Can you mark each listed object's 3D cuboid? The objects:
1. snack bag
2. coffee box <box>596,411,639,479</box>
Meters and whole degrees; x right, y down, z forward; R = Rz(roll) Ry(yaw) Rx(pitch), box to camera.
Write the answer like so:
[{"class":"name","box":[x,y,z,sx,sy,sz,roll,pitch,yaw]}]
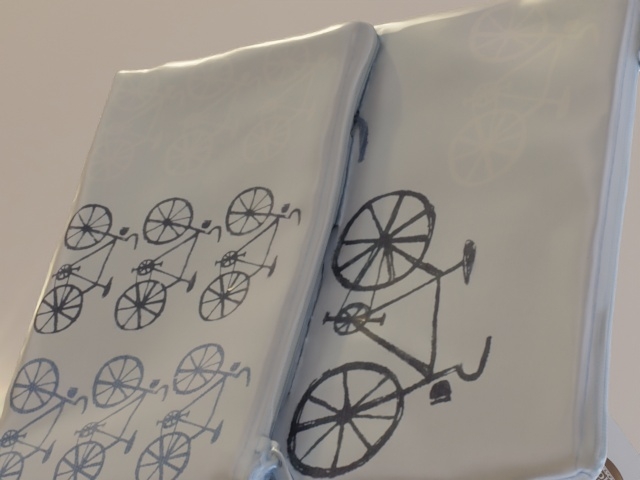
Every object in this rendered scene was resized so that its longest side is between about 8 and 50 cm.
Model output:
[{"class":"snack bag","box":[0.000,0.000,0.805,0.343,0.037,0.323,-7,-131,28]},{"class":"coffee box","box":[0.069,0.313,1.176,0.337,0.334,0.338,56,-48,11]}]
